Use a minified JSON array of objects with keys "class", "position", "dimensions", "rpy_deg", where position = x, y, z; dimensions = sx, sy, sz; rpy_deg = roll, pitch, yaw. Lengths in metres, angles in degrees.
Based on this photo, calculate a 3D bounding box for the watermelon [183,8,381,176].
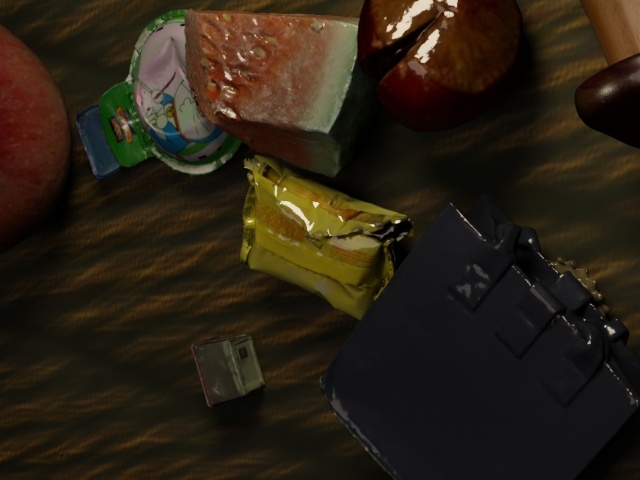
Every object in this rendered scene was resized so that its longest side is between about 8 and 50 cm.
[{"class":"watermelon","position":[-0.062,-0.185,1.861],"dimensions":[0.257,0.140,0.193],"rpy_deg":[20,105,18]}]

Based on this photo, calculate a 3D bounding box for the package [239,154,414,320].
[{"class":"package","position":[0.000,0.000,1.902],"dimensions":[0.226,0.090,0.168],"rpy_deg":[24,128,19]}]

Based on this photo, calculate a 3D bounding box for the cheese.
[{"class":"cheese","position":[-0.193,-0.166,2.034],"dimensions":[0.320,0.083,0.204],"rpy_deg":[-23,86,38]}]

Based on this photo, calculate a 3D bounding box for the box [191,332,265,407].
[{"class":"box","position":[-0.114,0.161,2.069],"dimensions":[0.063,0.060,0.084],"rpy_deg":[-14,91,32]}]

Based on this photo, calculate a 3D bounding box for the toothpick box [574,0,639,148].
[{"class":"toothpick box","position":[0.309,-0.234,1.555],"dimensions":[0.192,0.192,0.294],"rpy_deg":[-23,81,40]}]

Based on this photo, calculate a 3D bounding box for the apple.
[{"class":"apple","position":[-0.478,-0.143,2.169],"dimensions":[0.345,0.269,0.344],"rpy_deg":[1,94,19]}]

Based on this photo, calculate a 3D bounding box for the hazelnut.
[{"class":"hazelnut","position":[0.124,-0.218,1.729],"dimensions":[0.178,0.178,0.204],"rpy_deg":[-35,73,38]}]

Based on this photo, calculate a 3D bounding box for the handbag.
[{"class":"handbag","position":[0.190,0.150,1.779],"dimensions":[0.303,0.122,0.329],"rpy_deg":[47,126,22]}]
